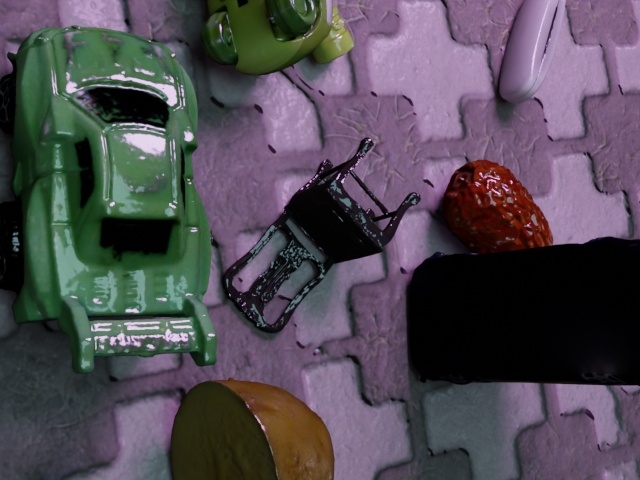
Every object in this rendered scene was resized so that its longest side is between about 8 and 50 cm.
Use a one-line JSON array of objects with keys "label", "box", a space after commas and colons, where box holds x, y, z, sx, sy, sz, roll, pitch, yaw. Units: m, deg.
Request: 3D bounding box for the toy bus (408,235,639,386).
[{"label": "toy bus", "box": [0.290, 0.088, 1.138, 0.162, 0.386, 0.171, 5, 82, -35]}]

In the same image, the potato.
[{"label": "potato", "box": [-0.055, 0.238, 1.046, 0.158, 0.178, 0.203, -13, 76, -48]}]

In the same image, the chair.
[{"label": "chair", "box": [0.000, 0.000, 1.138, 0.106, 0.113, 0.229, 47, 60, -15]}]

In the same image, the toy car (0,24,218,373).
[{"label": "toy car", "box": [-0.210, -0.046, 0.976, 0.213, 0.176, 0.358, 3, 81, -32]}]

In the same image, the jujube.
[{"label": "jujube", "box": [0.239, -0.027, 1.287, 0.112, 0.109, 0.176, -44, 116, 6]}]

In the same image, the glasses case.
[{"label": "glasses case", "box": [0.304, -0.285, 1.375, 0.049, 0.074, 0.193, 25, 71, -23]}]

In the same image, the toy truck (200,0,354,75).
[{"label": "toy truck", "box": [-0.048, -0.296, 1.137, 0.210, 0.148, 0.187, -25, 96, -54]}]
